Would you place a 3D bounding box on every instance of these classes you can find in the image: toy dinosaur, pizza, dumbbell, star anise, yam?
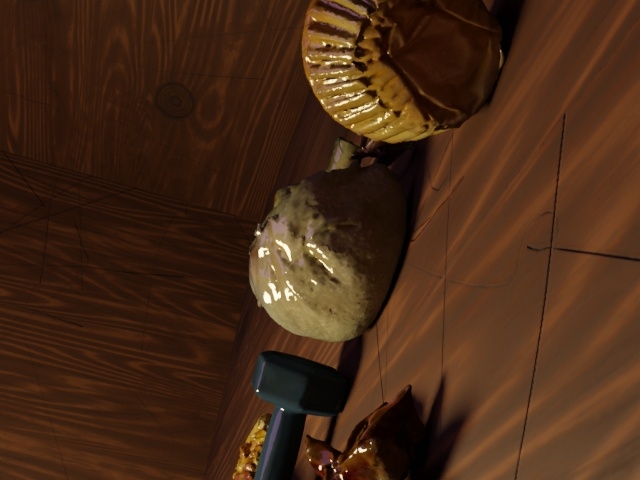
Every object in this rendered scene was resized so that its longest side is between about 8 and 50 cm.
[{"bbox_3d":[0.091,-0.135,1.192,0.220,0.108,0.032,83,169,-77],"label":"toy dinosaur"},{"bbox_3d":[-0.149,0.529,1.632,0.226,0.086,0.336,180,107,-81],"label":"pizza"},{"bbox_3d":[-0.065,0.337,1.223,0.143,0.156,0.317,25,-101,-68],"label":"dumbbell"},{"bbox_3d":[0.041,0.246,0.821,0.213,0.111,0.196,-64,17,18],"label":"star anise"},{"bbox_3d":[0.017,-0.060,1.657,0.071,0.067,0.318,-33,-39,-82],"label":"yam"}]

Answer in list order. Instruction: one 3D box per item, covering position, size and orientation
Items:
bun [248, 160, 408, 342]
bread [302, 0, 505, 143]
[{"bbox_3d":[-0.004,0.015,1.194,0.281,0.204,0.282,-166,90,-81],"label":"bun"},{"bbox_3d":[0.095,-0.226,0.927,0.139,0.239,0.240,-128,53,-65],"label":"bread"}]
